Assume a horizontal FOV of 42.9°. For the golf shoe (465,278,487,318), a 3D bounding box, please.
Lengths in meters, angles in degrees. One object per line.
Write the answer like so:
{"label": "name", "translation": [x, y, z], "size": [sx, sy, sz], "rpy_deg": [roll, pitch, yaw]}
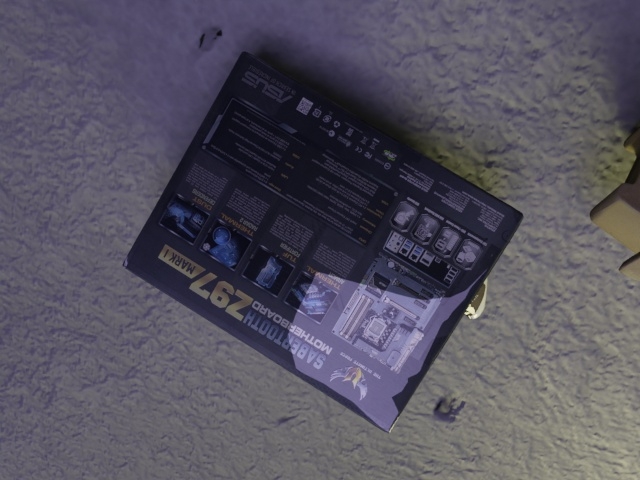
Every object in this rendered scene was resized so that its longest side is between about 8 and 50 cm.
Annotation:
{"label": "golf shoe", "translation": [0.041, 0.049, 0.671], "size": [0.198, 0.077, 0.093], "rpy_deg": [-12, 117, 18]}

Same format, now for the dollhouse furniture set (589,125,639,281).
{"label": "dollhouse furniture set", "translation": [0.283, -0.056, 0.475], "size": [0.135, 0.262, 0.259], "rpy_deg": [30, 160, 4]}

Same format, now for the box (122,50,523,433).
{"label": "box", "translation": [0.000, 0.000, 0.596], "size": [0.233, 0.059, 0.183], "rpy_deg": [31, 96, 7]}
